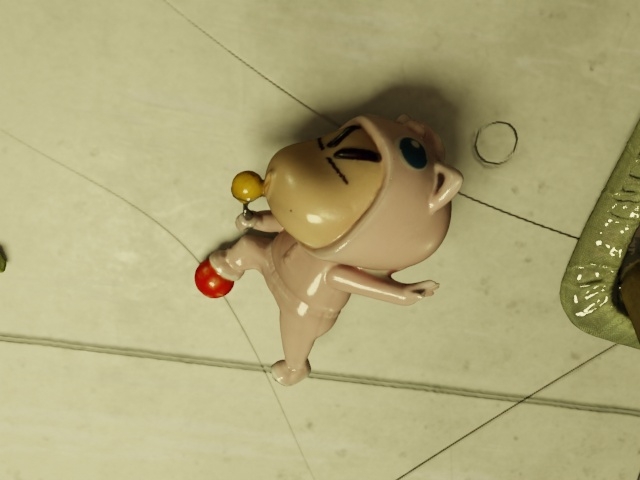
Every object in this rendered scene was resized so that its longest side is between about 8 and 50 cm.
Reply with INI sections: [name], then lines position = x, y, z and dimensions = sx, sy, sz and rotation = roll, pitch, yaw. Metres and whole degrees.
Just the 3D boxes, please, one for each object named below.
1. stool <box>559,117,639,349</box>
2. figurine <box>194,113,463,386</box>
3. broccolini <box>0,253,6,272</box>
[stool]
position = 0.449, 0.023, 0.657
dimensions = 0.311, 0.226, 0.310
rotation = 14, 108, -9
[figurine]
position = 0.000, 0.000, 0.643
dimensions = 0.186, 0.176, 0.287
rotation = 24, 122, -38
[broccolini]
position = -0.430, 0.015, 0.663
dimensions = 0.216, 0.067, 0.058
rotation = 2, 147, -6
